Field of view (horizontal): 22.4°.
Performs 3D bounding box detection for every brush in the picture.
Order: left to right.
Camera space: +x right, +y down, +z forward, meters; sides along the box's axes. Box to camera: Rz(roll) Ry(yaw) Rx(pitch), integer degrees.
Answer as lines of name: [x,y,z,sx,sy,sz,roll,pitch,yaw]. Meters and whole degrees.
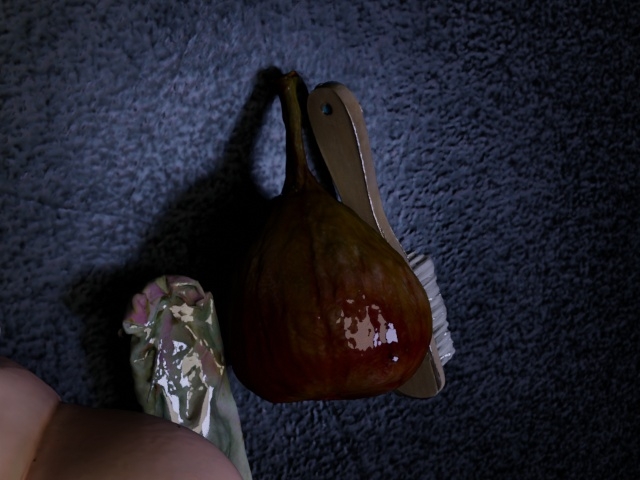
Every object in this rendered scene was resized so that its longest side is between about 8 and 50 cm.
brush: [0.062,-0.003,1.518,0.065,0.070,0.328,-40,120,-41]

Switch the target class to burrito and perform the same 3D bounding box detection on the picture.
burrito: [-0.114,0.173,1.434,0.096,0.066,0.309,-27,117,-28]

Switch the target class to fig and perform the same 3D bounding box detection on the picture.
fig: [-0.024,0.016,1.436,0.190,0.191,0.290,-26,78,-27]

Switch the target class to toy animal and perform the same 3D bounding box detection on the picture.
toy animal: [-0.214,0.199,1.227,0.269,0.326,0.237,40,62,-52]
